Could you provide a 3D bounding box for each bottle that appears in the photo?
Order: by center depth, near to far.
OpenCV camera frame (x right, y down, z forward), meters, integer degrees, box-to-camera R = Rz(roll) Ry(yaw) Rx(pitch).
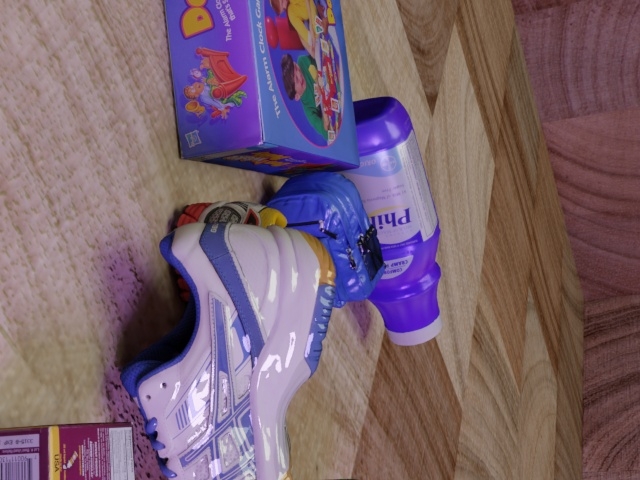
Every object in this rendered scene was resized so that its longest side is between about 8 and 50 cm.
[{"bbox_3d":[0.072,-0.015,1.106,0.092,0.118,0.283,-63,140,-57],"label":"bottle"}]

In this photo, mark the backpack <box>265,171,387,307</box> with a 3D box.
[{"bbox_3d":[0.000,0.000,0.946,0.101,0.098,0.120,-53,132,-56],"label":"backpack"}]

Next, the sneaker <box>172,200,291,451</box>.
[{"bbox_3d":[-0.053,0.078,0.789,0.088,0.092,0.225,-31,113,-68],"label":"sneaker"}]

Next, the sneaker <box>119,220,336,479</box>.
[{"bbox_3d":[-0.084,0.130,0.707,0.112,0.131,0.296,-171,-88,-73],"label":"sneaker"}]

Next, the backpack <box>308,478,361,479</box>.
[{"bbox_3d":[0.006,0.252,0.863,0.114,0.105,0.084,11,73,-70],"label":"backpack"}]

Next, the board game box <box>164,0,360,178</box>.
[{"bbox_3d":[-0.057,-0.241,0.912,0.233,0.078,0.347,3,80,-68],"label":"board game box"}]

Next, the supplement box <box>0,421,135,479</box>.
[{"bbox_3d":[-0.152,0.128,0.574,0.083,0.055,0.043,22,62,-67],"label":"supplement box"}]
